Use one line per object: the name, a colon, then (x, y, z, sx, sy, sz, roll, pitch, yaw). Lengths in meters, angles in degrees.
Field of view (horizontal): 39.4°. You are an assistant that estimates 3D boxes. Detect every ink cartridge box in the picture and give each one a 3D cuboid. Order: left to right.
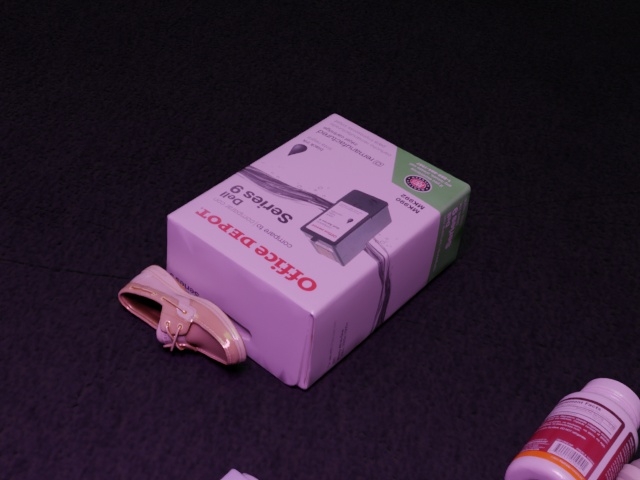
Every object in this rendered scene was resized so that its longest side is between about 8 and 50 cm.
ink cartridge box: (0.000, 0.000, 1.005, 0.211, 0.121, 0.289, 31, 47, 25)

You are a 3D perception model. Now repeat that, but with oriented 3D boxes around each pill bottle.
pill bottle: (0.246, 0.200, 0.848, 0.086, 0.086, 0.152, 32, 46, 25)

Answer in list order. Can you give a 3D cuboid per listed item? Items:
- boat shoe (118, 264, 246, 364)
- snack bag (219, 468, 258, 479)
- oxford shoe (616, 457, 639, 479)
boat shoe: (-0.148, 0.087, 0.933, 0.059, 0.063, 0.170, -32, 46, -34)
snack bag: (-0.059, 0.313, 0.569, 0.342, 0.037, 0.323, 13, 44, 46)
oxford shoe: (0.439, 0.303, 0.687, 0.130, 0.169, 0.449, -44, 57, -7)
